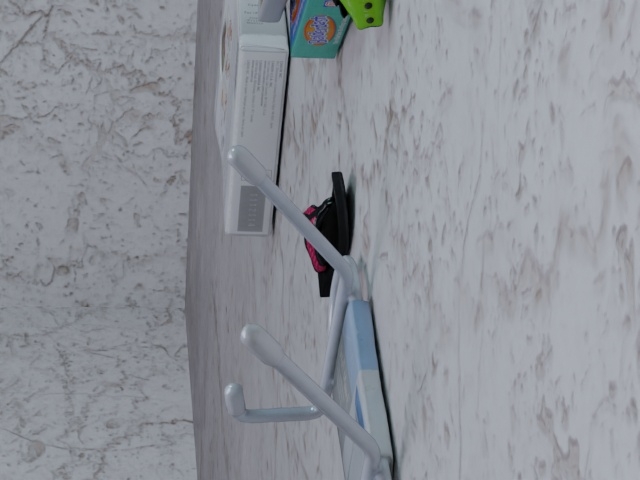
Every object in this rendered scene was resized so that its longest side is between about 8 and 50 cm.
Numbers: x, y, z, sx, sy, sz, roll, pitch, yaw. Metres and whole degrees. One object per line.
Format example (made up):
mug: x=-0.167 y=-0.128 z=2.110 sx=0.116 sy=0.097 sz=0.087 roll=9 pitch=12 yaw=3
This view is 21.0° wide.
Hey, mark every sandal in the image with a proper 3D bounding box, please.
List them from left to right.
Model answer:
sandal: x=0.000 y=0.000 z=1.601 sx=0.179 sy=0.040 sz=0.067 roll=103 pitch=166 yaw=-59

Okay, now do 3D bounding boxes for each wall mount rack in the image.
wall mount rack: x=-0.014 y=0.109 z=1.360 sx=0.350 sy=0.130 sz=0.304 roll=-99 pitch=12 yaw=-49

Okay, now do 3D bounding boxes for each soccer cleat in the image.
soccer cleat: x=0.021 y=-0.226 z=1.418 sx=0.179 sy=0.060 sz=0.072 roll=-105 pitch=4 yaw=-63

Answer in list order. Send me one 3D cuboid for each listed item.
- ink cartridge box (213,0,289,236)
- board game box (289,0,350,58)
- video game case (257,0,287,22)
ink cartridge box: x=-0.092 y=-0.198 z=2.232 sx=0.261 sy=0.066 sz=0.296 roll=-98 pitch=12 yaw=-50
board game box: x=0.000 y=-0.293 z=1.602 sx=0.160 sy=0.047 sz=0.210 roll=118 pitch=152 yaw=-74
video game case: x=-0.035 y=-0.326 z=1.582 sx=0.227 sy=0.026 sz=0.206 roll=137 pitch=135 yaw=-81
